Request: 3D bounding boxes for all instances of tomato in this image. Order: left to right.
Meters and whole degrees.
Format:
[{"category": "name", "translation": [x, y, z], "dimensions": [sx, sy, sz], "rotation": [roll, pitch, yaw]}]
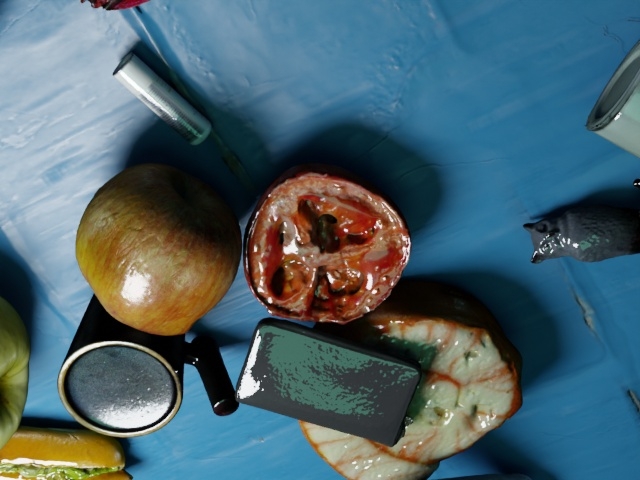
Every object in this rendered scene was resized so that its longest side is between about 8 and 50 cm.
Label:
[{"category": "tomato", "translation": [-0.002, -0.003, 1.490], "dimensions": [0.228, 0.101, 0.228], "rotation": [-3, 112, -6]}]

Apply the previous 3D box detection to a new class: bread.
[{"category": "bread", "translation": [0.119, 0.207, 1.623], "dimensions": [0.328, 0.114, 0.295], "rotation": [-38, 114, 21]}]

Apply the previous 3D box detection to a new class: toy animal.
[{"category": "toy animal", "translation": [0.387, -0.018, 1.518], "dimensions": [0.210, 0.121, 0.117], "rotation": [-8, 168, 24]}]

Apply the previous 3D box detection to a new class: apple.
[{"category": "apple", "translation": [-0.524, 0.184, 1.526], "dimensions": [0.262, 0.262, 0.262], "rotation": [0, 122, 0]}, {"category": "apple", "translation": [-0.207, 0.009, 1.436], "dimensions": [0.211, 0.211, 0.188], "rotation": [33, 110, -19]}]

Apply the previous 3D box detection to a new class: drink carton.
[{"category": "drink carton", "translation": [0.449, -0.154, 1.355], "dimensions": [0.190, 0.191, 0.185], "rotation": [33, 95, -4]}]

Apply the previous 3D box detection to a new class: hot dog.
[{"category": "hot dog", "translation": [-0.452, 0.348, 1.713], "dimensions": [0.337, 0.100, 0.135], "rotation": [5, 121, -3]}]

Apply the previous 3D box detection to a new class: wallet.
[{"category": "wallet", "translation": [0.016, 0.193, 1.528], "dimensions": [0.250, 0.044, 0.149], "rotation": [16, 117, -3]}]

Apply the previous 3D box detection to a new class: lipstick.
[{"category": "lipstick", "translation": [-0.199, -0.177, 1.419], "dimensions": [0.040, 0.040, 0.141], "rotation": [-38, 116, 21]}]

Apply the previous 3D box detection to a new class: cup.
[{"category": "cup", "translation": [-0.244, 0.178, 1.563], "dimensions": [0.166, 0.177, 0.239], "rotation": [-33, 117, 17]}]

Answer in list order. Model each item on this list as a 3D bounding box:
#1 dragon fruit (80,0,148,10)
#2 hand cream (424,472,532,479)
[{"category": "dragon fruit", "translation": [-0.177, -0.373, 1.242], "dimensions": [0.189, 0.163, 0.262], "rotation": [17, 129, -45]}, {"category": "hand cream", "translation": [0.202, 0.389, 1.682], "dimensions": [0.312, 0.070, 0.111], "rotation": [6, 147, -37]}]
